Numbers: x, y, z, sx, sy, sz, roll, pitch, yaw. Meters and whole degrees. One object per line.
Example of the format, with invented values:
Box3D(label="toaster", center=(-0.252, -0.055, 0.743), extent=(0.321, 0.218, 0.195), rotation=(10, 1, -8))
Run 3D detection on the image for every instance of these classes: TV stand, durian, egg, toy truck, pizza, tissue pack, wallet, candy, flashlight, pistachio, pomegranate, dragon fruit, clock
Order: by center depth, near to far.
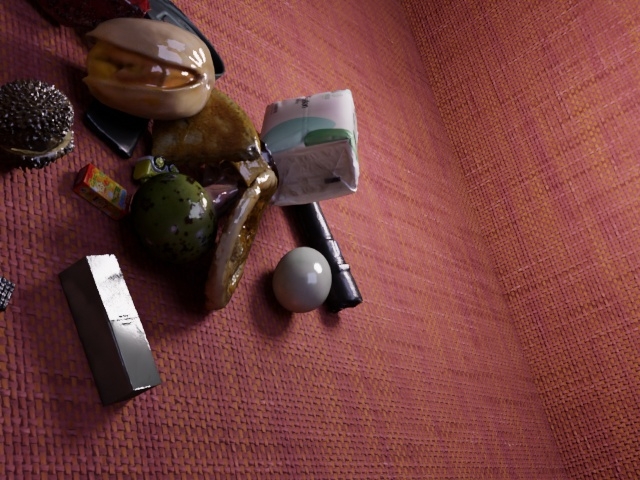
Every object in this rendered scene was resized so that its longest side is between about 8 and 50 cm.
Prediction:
Box3D(label="TV stand", center=(-0.397, 0.164, 1.540), extent=(0.082, 0.088, 0.270), rotation=(-4, 69, -59))
Box3D(label="durian", center=(-0.564, -0.219, 1.547), extent=(0.196, 0.196, 0.167), rotation=(34, 29, -39))
Box3D(label="candy", center=(-0.460, -0.102, 1.726), extent=(0.122, 0.038, 0.062), rotation=(40, 35, -33))
Box3D(label="pomegranate", center=(-0.286, -0.063, 1.760), extent=(0.247, 0.214, 0.214), rotation=(-29, 90, -24))
Box3D(label="pistachio", center=(-0.380, -0.386, 1.852), extent=(0.308, 0.230, 0.230), rotation=(4, 58, -26))
Box3D(label="toy truck", center=(-0.374, -0.142, 1.872), extent=(0.111, 0.076, 0.077), rotation=(34, 56, -43))
Box3D(label="dragon fruit", center=(-0.556, -0.591, 1.903), extent=(0.316, 0.152, 0.205), rotation=(31, 29, -17))
Box3D(label="wallet", center=(-0.463, -0.315, 1.923), extent=(0.146, 0.030, 0.285), rotation=(46, 32, -28))
Box3D(label="pizza", center=(-0.268, -0.287, 1.962), extent=(0.087, 0.268, 0.258), rotation=(68, 20, -61))
Box3D(label="egg", center=(-0.046, 0.097, 2.092), extent=(0.151, 0.151, 0.209), rotation=(51, 25, -18))
Box3D(label="clock", center=(-0.386, -0.525, 2.107), extent=(0.325, 0.067, 0.325), rotation=(41, 19, -18))
Box3D(label="tissue pack", center=(-0.029, -0.259, 2.240), extent=(0.357, 0.265, 0.194), rotation=(-88, 166, -58))
Box3D(label="flashlight", center=(0.000, 0.000, 2.309), extent=(0.103, 0.103, 0.424), rotation=(1, 63, -57))

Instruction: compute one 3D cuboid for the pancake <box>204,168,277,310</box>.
Box3D(label="pancake", center=(-0.181, -0.005, 1.837), extent=(0.065, 0.356, 0.356), rotation=(20, 33, 4))

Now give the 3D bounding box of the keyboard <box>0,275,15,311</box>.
Box3D(label="keyboard", center=(-0.611, 0.045, 1.381), extent=(0.204, 0.013, 0.061), rotation=(41, 35, -32))

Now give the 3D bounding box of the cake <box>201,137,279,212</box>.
Box3D(label="cake", center=(-0.224, -0.157, 2.029), extent=(0.178, 0.185, 0.208), rotation=(-30, 117, -27))
